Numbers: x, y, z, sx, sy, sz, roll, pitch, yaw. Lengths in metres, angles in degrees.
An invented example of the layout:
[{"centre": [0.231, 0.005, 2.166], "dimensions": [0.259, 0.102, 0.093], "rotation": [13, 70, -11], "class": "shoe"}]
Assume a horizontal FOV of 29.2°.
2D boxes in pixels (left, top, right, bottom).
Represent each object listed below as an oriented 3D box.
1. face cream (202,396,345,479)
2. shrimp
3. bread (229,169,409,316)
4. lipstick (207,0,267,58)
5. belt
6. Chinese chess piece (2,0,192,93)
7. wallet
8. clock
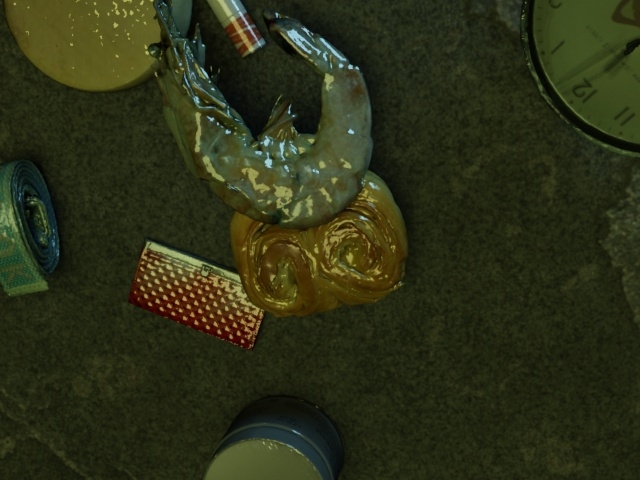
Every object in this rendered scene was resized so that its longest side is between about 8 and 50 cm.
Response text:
[{"centre": [-0.063, 0.322, 1.708], "dimensions": [0.177, 0.153, 0.177], "rotation": [3, 107, 10], "class": "face cream"}, {"centre": [-0.080, -0.178, 1.532], "dimensions": [0.247, 0.085, 0.360], "rotation": [-40, 90, -4], "class": "shrimp"}, {"centre": [-0.001, -0.003, 1.625], "dimensions": [0.236, 0.120, 0.198], "rotation": [-12, 103, 13], "class": "bread"}, {"centre": [-0.120, -0.303, 1.611], "dimensions": [0.038, 0.038, 0.131], "rotation": [-30, 97, 17], "class": "lipstick"}, {"centre": [-0.415, -0.028, 1.691], "dimensions": [0.082, 0.148, 0.163], "rotation": [-9, 131, 11], "class": "belt"}, {"centre": [-0.290, -0.319, 1.611], "dimensions": [0.250, 0.097, 0.251], "rotation": [3, 106, 11], "class": "Chinese chess piece"}, {"centre": [-0.171, 0.076, 1.731], "dimensions": [0.196, 0.020, 0.103], "rotation": [20, 107, 6], "class": "wallet"}, {"centre": [0.394, -0.249, 1.449], "dimensions": [0.325, 0.067, 0.325], "rotation": [15, 122, 25], "class": "clock"}]
